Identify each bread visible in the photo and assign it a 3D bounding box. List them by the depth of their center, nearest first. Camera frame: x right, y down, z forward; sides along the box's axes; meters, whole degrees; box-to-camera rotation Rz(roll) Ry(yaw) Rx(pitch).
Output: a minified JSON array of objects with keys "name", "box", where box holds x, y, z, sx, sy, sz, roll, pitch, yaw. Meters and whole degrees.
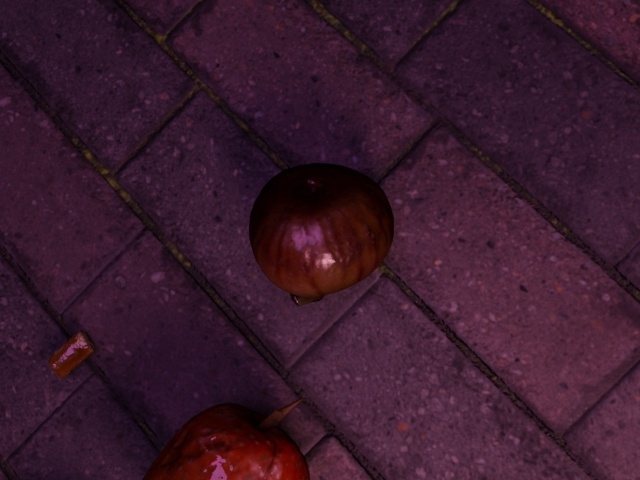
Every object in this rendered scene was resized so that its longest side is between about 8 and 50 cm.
[{"name":"bread","box":[-0.450,0.206,1.336,0.083,0.036,0.047,-40,83,3]}]

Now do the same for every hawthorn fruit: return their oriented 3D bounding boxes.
[{"name":"hawthorn fruit","box":[-0.146,0.381,1.134,0.258,0.258,0.261,20,114,16]}]

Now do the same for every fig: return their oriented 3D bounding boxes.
[{"name":"fig","box":[0.000,-0.016,1.187,0.235,0.214,0.234,-16,54,22]}]
